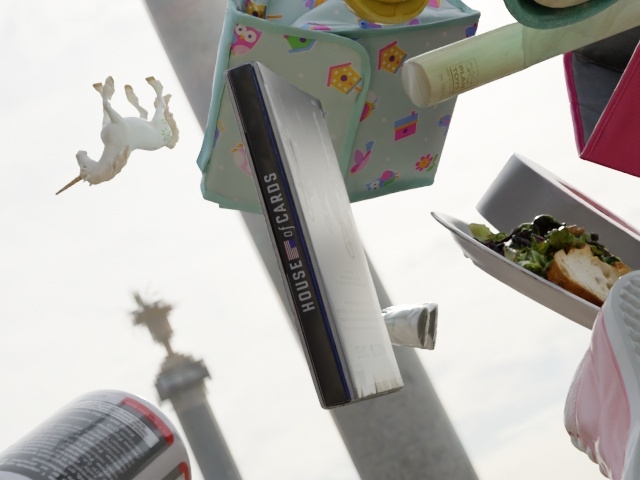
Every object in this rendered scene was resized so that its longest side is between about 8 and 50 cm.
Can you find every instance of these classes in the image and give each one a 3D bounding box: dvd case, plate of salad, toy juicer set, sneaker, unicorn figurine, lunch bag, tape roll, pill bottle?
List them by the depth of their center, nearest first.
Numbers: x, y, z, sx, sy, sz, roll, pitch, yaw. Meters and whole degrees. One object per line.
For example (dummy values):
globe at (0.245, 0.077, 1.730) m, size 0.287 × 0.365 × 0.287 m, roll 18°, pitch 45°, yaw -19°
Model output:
sneaker at (0.131, 0.085, 0.534) m, size 0.051 × 0.134 × 0.070 m, roll 3°, pitch -36°, yaw -9°
toy juicer set at (0.112, -0.146, 0.686) m, size 0.209 × 0.089 × 0.329 m, roll -33°, pitch -28°, yaw -8°
plate of salad at (0.159, 0.020, 0.810) m, size 0.200 × 0.200 × 0.048 m, roll 12°, pitch -74°, yaw -64°
dvd case at (0.000, 0.000, 0.978) m, size 0.029 × 0.238 × 0.179 m, roll -17°, pitch -7°, yaw 12°
pill bottle at (-0.249, 0.260, 1.245) m, size 0.161 × 0.161 × 0.283 m, roll -35°, pitch 1°, yaw 28°
lunch bag at (0.006, -0.148, 1.348) m, size 0.262 × 0.160 × 0.223 m, roll -14°, pitch -45°, yaw -33°
tape roll at (0.269, -0.003, 1.391) m, size 0.072 × 0.219 × 0.219 m, roll -57°, pitch -24°, yaw 10°
unicorn figurine at (-0.212, -0.119, 1.458) m, size 0.162 × 0.111 × 0.060 m, roll -10°, pitch -4°, yaw -35°
sneaker at (0.094, 0.090, 1.474) m, size 0.061 × 0.053 × 0.152 m, roll 2°, pitch -6°, yaw 15°

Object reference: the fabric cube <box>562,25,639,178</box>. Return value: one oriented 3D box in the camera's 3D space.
fabric cube at (0.407, -0.195, 1.307) m, size 0.258 × 0.259 × 0.254 m, roll 19°, pitch -58°, yaw -6°
